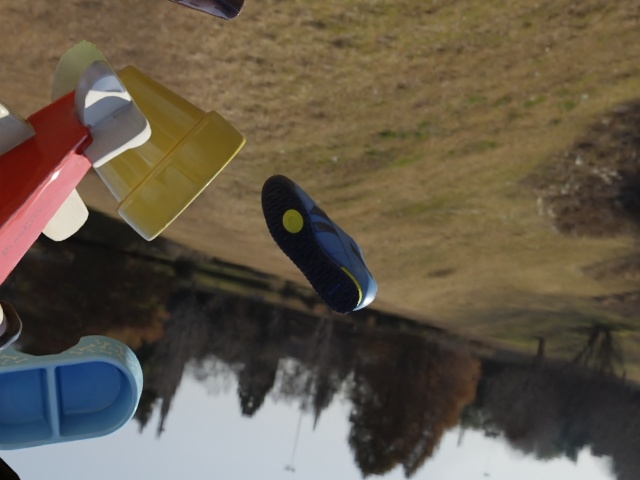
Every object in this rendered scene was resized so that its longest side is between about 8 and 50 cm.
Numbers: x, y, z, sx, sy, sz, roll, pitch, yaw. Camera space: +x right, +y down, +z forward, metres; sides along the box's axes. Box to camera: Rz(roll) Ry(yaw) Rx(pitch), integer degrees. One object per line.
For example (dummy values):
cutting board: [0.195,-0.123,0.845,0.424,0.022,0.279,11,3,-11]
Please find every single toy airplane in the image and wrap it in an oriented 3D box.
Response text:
toy airplane: [-0.391,-0.092,1.163,0.272,0.386,0.384,32,-145,14]

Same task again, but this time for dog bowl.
dog bowl: [-0.429,0.249,1.567,0.297,0.165,0.074,-5,-168,-18]

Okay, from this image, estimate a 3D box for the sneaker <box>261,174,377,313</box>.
sneaker: [0.000,0.000,1.294,0.069,0.209,0.082,-39,174,33]

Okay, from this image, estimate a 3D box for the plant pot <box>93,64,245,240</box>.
plant pot: [-0.301,-0.169,1.719,0.239,0.254,0.254,45,168,-9]

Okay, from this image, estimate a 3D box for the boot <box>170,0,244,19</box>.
boot: [-0.216,-0.291,1.008,0.207,0.090,0.248,26,179,-43]

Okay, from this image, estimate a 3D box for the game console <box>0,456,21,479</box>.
game console: [-0.486,0.352,1.144,0.213,0.044,0.361,49,-153,11]
